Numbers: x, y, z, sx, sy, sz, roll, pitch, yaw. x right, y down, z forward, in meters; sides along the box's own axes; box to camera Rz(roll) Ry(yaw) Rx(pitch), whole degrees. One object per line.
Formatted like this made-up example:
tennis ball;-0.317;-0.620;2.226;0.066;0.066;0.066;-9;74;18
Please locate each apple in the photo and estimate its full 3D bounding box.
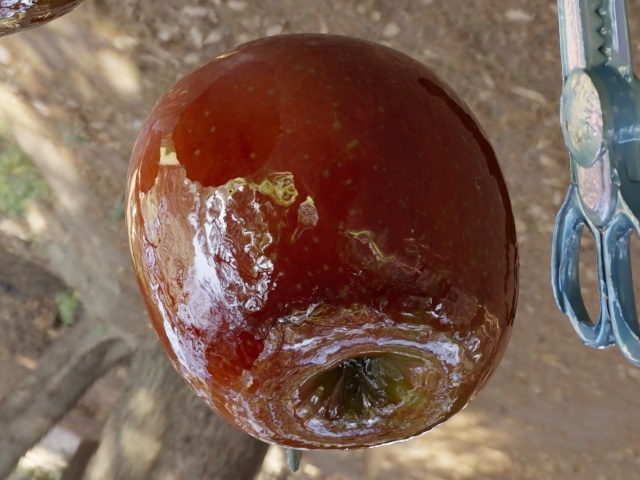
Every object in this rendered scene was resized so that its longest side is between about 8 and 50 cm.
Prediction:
apple;0.000;0.000;0.502;0.181;0.168;0.181;-6;143;-4

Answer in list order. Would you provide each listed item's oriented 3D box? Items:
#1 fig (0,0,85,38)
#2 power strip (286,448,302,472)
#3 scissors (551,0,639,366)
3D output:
fig;-0.133;-0.171;0.412;0.205;0.205;0.205;20;164;6
power strip;-0.012;0.089;1.024;0.229;0.261;0.141;1;120;6
scissors;0.151;-0.063;0.586;0.030;0.256;0.125;-7;-175;-12
